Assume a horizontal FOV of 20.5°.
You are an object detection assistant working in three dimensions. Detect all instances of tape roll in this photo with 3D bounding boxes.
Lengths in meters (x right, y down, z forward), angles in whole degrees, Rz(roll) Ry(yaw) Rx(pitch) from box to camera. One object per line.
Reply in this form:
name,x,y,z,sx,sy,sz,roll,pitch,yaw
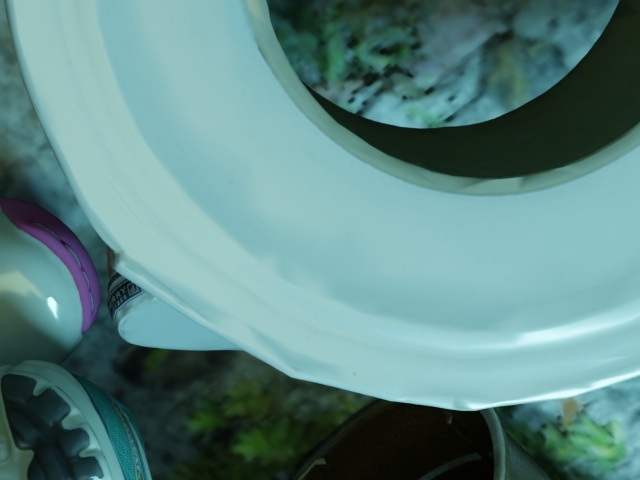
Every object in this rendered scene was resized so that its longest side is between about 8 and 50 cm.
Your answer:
tape roll,0.044,-0.094,0.547,0.286,0.100,0.286,-2,104,-7

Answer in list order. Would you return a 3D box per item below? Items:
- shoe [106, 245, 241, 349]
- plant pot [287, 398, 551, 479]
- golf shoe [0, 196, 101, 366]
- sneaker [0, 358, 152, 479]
shoe,0.000,0.000,0.675,0.178,0.081,0.063,7,149,-30
plant pot,0.068,0.170,0.712,0.165,0.167,0.167,39,116,-22
golf shoe,-0.231,0.074,0.696,0.306,0.140,0.115,-19,113,14
sneaker,-0.070,0.177,0.651,0.107,0.110,0.275,-14,81,14
